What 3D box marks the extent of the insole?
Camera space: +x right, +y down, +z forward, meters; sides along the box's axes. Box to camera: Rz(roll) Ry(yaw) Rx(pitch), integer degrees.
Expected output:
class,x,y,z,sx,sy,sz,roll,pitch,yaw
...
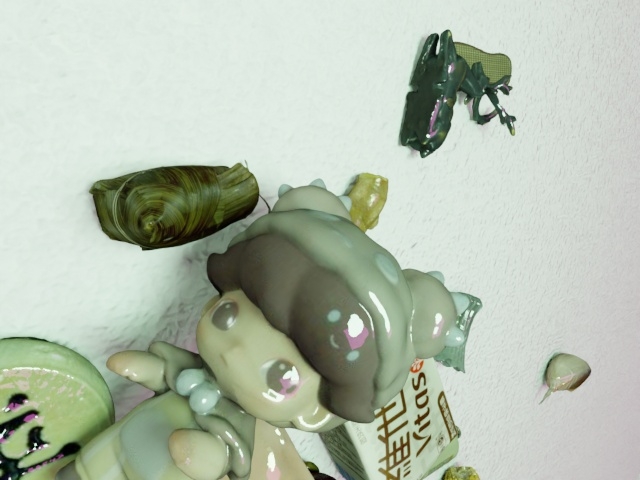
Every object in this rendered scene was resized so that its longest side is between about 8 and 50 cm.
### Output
class,x,y,z,sx,sy,sz,roll,pitch,yaw
insole,0.295,-0.326,0.822,0.253,0.005,0.086,-15,108,-36

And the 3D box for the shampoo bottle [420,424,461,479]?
class,x,y,z,sx,sy,sz,roll,pitch,yaw
shampoo bottle,0.224,0.408,0.866,0.162,0.079,0.079,-8,104,-37

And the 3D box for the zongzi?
class,x,y,z,sx,sy,sz,roll,pitch,yaw
zongzi,-0.112,-0.039,0.440,0.187,0.184,0.084,-18,105,-35

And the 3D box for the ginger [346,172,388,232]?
class,x,y,z,sx,sy,sz,roll,pitch,yaw
ginger,0.002,0.001,0.616,0.299,0.065,0.118,-44,135,-22

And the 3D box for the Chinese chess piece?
class,x,y,z,sx,sy,sz,roll,pitch,yaw
Chinese chess piece,-0.295,0.187,0.406,0.188,0.083,0.188,-9,106,-35

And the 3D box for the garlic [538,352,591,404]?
class,x,y,z,sx,sy,sz,roll,pitch,yaw
garlic,0.691,0.391,1.236,0.198,0.090,0.128,-3,113,-43

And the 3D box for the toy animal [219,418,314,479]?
class,x,y,z,sx,sy,sz,roll,pitch,yaw
toy animal,-0.119,0.319,0.505,0.256,0.195,0.213,-42,94,-20

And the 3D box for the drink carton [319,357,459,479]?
class,x,y,z,sx,sy,sz,roll,pitch,yaw
drink carton,0.088,0.247,0.695,0.194,0.132,0.324,-37,118,-28

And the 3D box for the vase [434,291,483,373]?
class,x,y,z,sx,sy,sz,roll,pitch,yaw
vase,0.271,0.177,0.862,0.081,0.081,0.148,34,75,-38

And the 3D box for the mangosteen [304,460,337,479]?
class,x,y,z,sx,sy,sz,roll,pitch,yaw
mangosteen,-0.028,0.402,0.638,0.152,0.152,0.152,-9,104,-37

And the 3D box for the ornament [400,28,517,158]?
class,x,y,z,sx,sy,sz,roll,pitch,yaw
ornament,0.256,-0.222,0.762,0.236,0.080,0.202,10,93,-39

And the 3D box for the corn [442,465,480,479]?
class,x,y,z,sx,sy,sz,roll,pitch,yaw
corn,0.300,0.647,0.964,0.106,0.106,0.293,2,96,-39

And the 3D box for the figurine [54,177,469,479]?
class,x,y,z,sx,sy,sz,roll,pitch,yaw
figurine,-0.056,0.122,0.424,0.380,0.248,0.203,-44,153,-12
